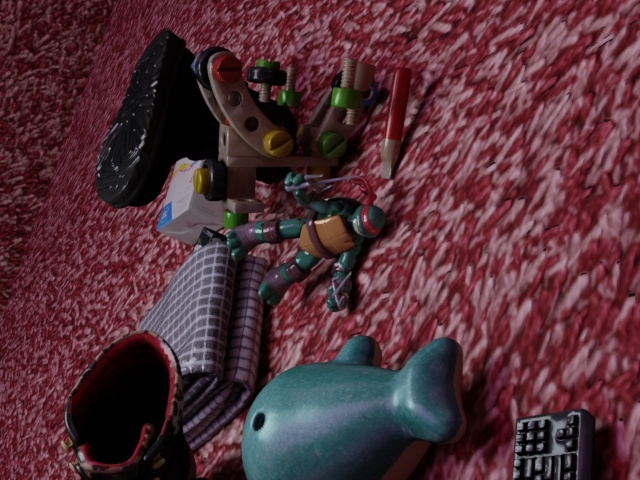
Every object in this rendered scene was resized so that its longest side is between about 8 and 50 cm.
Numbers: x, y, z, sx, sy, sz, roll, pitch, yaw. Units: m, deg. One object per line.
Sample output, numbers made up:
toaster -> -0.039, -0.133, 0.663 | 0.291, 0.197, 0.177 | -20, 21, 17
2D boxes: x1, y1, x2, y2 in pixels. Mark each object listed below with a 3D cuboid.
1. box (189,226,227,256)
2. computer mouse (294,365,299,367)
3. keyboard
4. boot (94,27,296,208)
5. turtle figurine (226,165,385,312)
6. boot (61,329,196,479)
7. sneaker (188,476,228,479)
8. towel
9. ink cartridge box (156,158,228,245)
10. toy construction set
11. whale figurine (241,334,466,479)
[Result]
box -> -0.169, 0.031, 1.507 | 0.083, 0.062, 0.052 | -64, 27, 3
computer mouse -> -0.054, 0.249, 1.128 | 0.106, 0.042, 0.193 | -39, 36, 41
keyboard -> 0.162, 0.222, 0.732 | 0.108, 0.023, 0.180 | -28, 43, 52
boot -> -0.171, -0.139, 1.423 | 0.131, 0.260, 0.348 | -30, 37, 40
turtle figurine -> 0.000, 0.000, 1.163 | 0.234, 0.118, 0.175 | -21, 92, 41
boot -> -0.227, 0.312, 1.058 | 0.284, 0.138, 0.377 | 95, -171, -45
sneaker -> -0.091, 0.373, 1.021 | 0.279, 0.107, 0.118 | -127, 47, -62
towel -> -0.195, 0.163, 1.379 | 0.284, 0.121, 0.235 | -43, 33, 39
ink cartridge box -> -0.203, -0.121, 1.682 | 0.134, 0.078, 0.231 | -27, 45, 52
toy construction set -> -0.029, -0.122, 1.265 | 0.309, 0.257, 0.237 | 12, 98, 41
whale figurine -> 0.024, 0.180, 0.927 | 0.272, 0.141, 0.216 | -38, 37, 44
